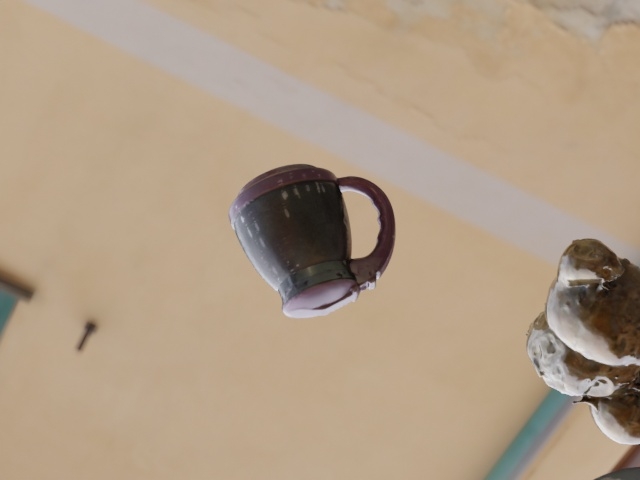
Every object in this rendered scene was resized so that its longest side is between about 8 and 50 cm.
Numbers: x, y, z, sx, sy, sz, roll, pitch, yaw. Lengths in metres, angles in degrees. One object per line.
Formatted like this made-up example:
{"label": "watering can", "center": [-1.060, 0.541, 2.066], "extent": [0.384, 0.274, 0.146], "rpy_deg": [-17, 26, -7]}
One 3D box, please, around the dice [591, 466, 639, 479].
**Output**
{"label": "dice", "center": [0.399, 0.404, 1.765], "extent": [0.194, 0.192, 0.193], "rpy_deg": [-39, -72, -51]}

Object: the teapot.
{"label": "teapot", "center": [-0.006, 0.005, 1.424], "extent": [0.148, 0.116, 0.146], "rpy_deg": [-6, -115, -33]}

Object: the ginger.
{"label": "ginger", "center": [0.414, 0.134, 2.078], "extent": [0.176, 0.375, 0.256], "rpy_deg": [-38, -124, -19]}
